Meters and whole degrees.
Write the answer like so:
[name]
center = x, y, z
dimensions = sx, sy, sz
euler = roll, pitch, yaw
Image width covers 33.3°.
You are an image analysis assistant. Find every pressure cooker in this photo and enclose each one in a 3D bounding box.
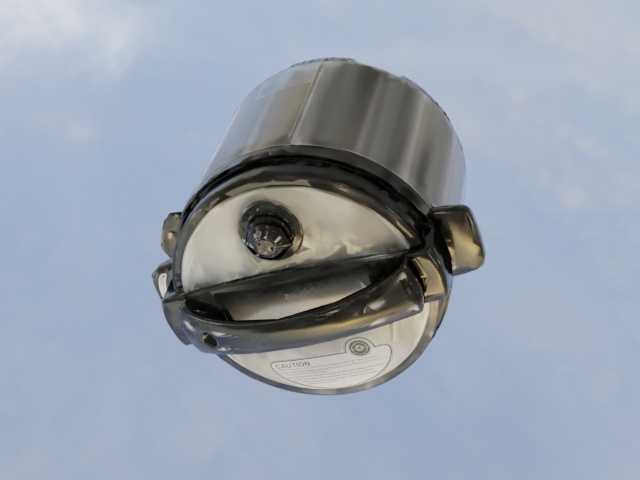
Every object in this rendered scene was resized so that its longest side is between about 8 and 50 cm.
[pressure cooker]
center = -0.004, -0.005, 1.413
dimensions = 0.376, 0.369, 0.420
euler = 28, -145, -7
